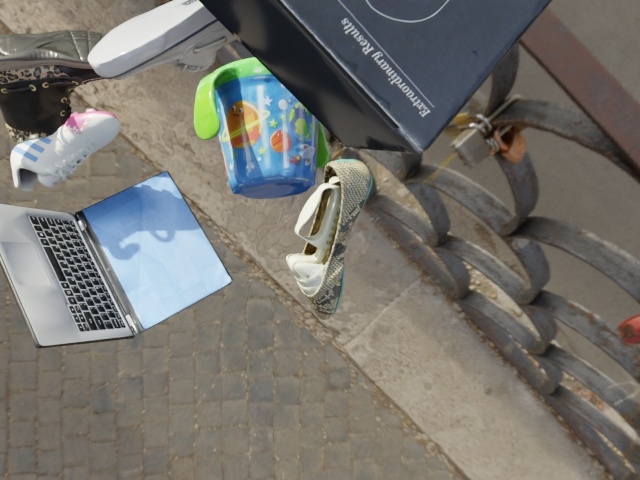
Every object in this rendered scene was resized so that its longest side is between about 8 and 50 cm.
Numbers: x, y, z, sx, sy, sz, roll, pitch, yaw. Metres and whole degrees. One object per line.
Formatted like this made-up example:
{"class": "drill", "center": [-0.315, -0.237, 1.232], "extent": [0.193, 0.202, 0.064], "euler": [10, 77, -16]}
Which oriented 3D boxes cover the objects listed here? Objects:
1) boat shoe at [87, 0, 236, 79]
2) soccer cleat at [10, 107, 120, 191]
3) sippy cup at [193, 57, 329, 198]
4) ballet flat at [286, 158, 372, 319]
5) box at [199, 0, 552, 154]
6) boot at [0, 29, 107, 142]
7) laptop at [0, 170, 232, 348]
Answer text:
{"class": "boat shoe", "center": [-0.175, -0.271, 0.731], "extent": [0.096, 0.088, 0.267], "euler": [26, 57, 36]}
{"class": "soccer cleat", "center": [-0.619, -0.207, 1.333], "extent": [0.331, 0.116, 0.143], "euler": [-15, 71, 23]}
{"class": "sippy cup", "center": [-0.101, -0.204, 1.073], "extent": [0.306, 0.240, 0.223], "euler": [-3, 82, -20]}
{"class": "ballet flat", "center": [0.000, 0.000, 1.530], "extent": [0.182, 0.164, 0.482], "euler": [3, 111, -38]}
{"class": "box", "center": [0.091, -0.336, 0.584], "extent": [0.293, 0.212, 0.395], "euler": [42, 85, -22]}
{"class": "boot", "center": [-0.667, -0.386, 1.424], "extent": [0.378, 0.284, 0.138], "euler": [-9, 55, -18]}
{"class": "laptop", "center": [-0.489, 0.012, 1.279], "extent": [0.236, 0.408, 0.382], "euler": [-41, 70, 18]}
